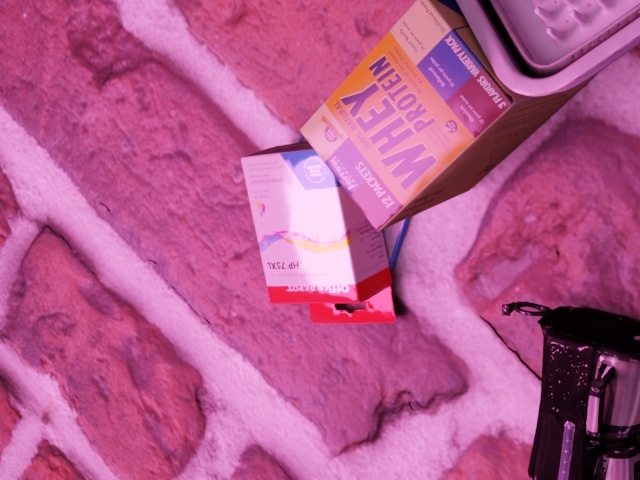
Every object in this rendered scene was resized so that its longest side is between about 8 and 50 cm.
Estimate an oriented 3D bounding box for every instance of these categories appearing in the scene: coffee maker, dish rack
[{"bbox_3d":[0.278,0.169,1.186,0.171,0.120,0.178,29,121,52],"label":"coffee maker"},{"bbox_3d":[0.266,-0.303,0.983,0.333,0.072,0.285,-35,61,23],"label":"dish rack"}]

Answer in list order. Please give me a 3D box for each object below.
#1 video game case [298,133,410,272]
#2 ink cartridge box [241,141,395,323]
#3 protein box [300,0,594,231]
[{"bbox_3d":[0.033,-0.048,1.337,0.166,0.015,0.119,29,120,24],"label":"video game case"},{"bbox_3d":[0.000,0.000,1.316,0.134,0.078,0.231,-4,103,36],"label":"ink cartridge box"},{"bbox_3d":[0.129,-0.140,1.124,0.136,0.200,0.201,53,127,11],"label":"protein box"}]
